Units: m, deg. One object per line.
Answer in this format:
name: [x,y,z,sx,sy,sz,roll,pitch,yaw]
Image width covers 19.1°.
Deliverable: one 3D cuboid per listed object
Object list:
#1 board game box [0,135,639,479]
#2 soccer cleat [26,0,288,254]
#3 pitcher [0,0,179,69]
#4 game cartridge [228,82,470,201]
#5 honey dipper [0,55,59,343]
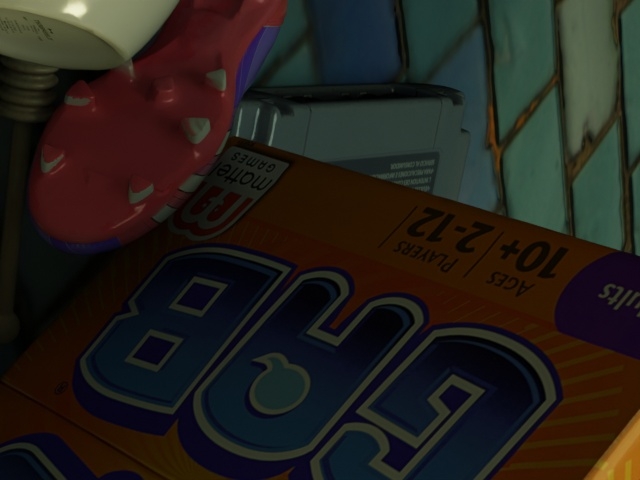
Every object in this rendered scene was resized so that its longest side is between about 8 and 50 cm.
board game box: [0.031,0.222,0.892,0.356,0.356,0.356,-48,125,-16]
soccer cleat: [-0.078,-0.068,0.980,0.095,0.083,0.248,101,10,-48]
pitcher: [-0.101,-0.180,0.875,0.178,0.125,0.207,58,41,-74]
game cartridge: [0.000,0.000,1.217,0.297,0.062,0.198,-9,117,-60]
honey dipper: [-0.152,-0.022,0.950,0.030,0.030,0.160,-22,126,-56]
